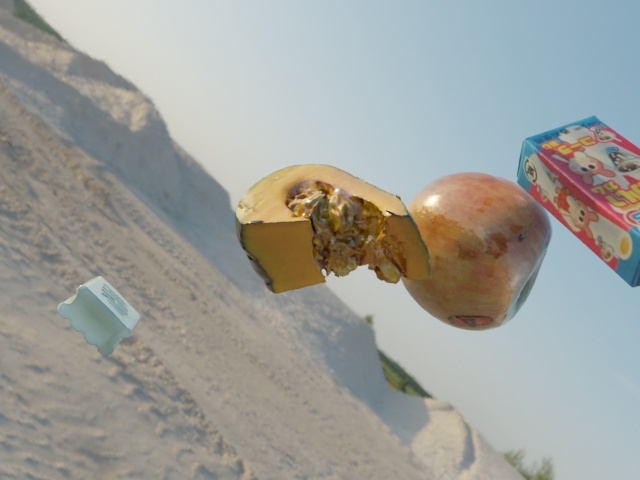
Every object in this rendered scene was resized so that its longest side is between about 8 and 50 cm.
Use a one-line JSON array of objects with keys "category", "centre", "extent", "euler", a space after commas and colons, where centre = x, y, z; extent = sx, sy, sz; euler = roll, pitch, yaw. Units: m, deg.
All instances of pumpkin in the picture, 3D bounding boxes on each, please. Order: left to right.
[{"category": "pumpkin", "centre": [0.000, -0.001, 1.153], "extent": [0.280, 0.190, 0.139], "euler": [32, -32, 48]}]

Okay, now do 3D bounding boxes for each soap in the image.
[{"category": "soap", "centre": [-0.385, 0.129, 1.397], "extent": [0.119, 0.066, 0.198], "euler": [45, -4, -7]}]

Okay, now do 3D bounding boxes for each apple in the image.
[{"category": "apple", "centre": [0.358, 0.018, 1.903], "extent": [0.346, 0.391, 0.391], "euler": [29, -8, 23]}]

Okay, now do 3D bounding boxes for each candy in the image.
[{"category": "candy", "centre": [0.470, -0.072, 1.275], "extent": [0.306, 0.157, 0.100], "euler": [-125, -157, -43]}]
